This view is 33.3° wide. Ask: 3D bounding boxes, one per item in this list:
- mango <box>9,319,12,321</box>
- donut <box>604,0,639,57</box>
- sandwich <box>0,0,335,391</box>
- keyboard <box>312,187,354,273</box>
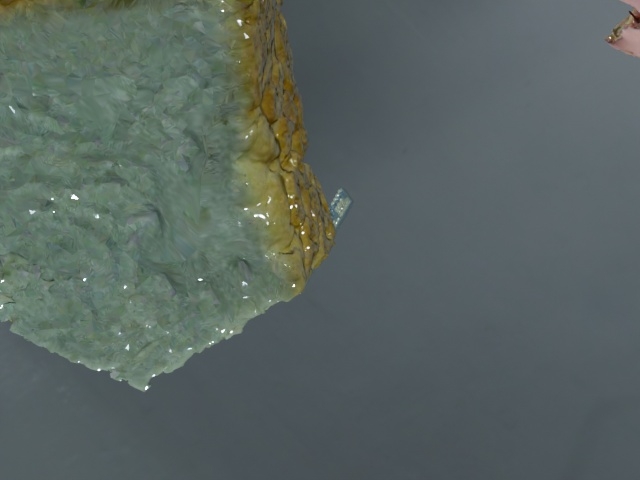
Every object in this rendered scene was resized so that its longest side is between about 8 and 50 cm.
[{"bbox_3d":[-0.287,0.056,1.186,0.089,0.163,0.117,-23,98,33],"label":"mango"},{"bbox_3d":[0.425,-0.313,1.375,0.199,0.085,0.233,27,170,47],"label":"donut"},{"bbox_3d":[-0.135,-0.049,0.780,0.262,0.131,0.325,-5,118,13],"label":"sandwich"},{"bbox_3d":[0.001,0.000,1.712,0.014,0.055,0.176,22,108,-27],"label":"keyboard"}]
